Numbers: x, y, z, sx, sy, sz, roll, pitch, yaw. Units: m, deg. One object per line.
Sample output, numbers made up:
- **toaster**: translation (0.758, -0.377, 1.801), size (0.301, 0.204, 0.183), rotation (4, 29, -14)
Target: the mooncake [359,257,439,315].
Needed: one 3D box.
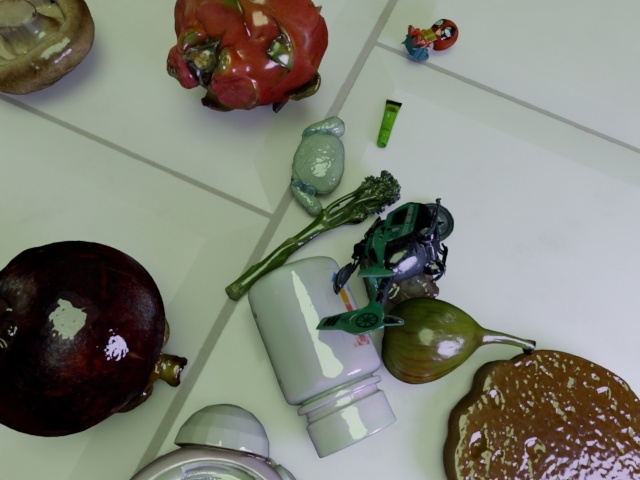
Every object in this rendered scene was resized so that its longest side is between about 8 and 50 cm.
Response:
- **mooncake**: translation (0.145, 0.068, 0.976), size (0.130, 0.073, 0.125), rotation (-12, 68, -11)

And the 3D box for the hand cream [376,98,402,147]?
- **hand cream**: translation (0.145, -0.252, 1.127), size (0.036, 0.023, 0.121), rotation (16, 64, 5)

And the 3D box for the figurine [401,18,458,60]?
- **figurine**: translation (0.254, -0.454, 1.190), size (0.140, 0.075, 0.068), rotation (-18, 70, -23)

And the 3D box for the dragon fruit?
- **dragon fruit**: translation (-0.150, -0.354, 1.011), size (0.306, 0.305, 0.225), rotation (21, 76, 3)

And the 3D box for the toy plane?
- **toy plane**: translation (0.117, 0.031, 0.861), size (0.156, 0.106, 0.381), rotation (-4, 30, 22)

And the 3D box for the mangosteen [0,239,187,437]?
- **mangosteen**: translation (-0.370, 0.142, 0.806), size (0.298, 0.293, 0.296), rotation (3, 98, 26)

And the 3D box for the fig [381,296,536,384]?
- **fig**: translation (0.232, 0.175, 0.879), size (0.260, 0.151, 0.151), rotation (4, 68, 11)

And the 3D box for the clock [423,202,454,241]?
- **clock**: translation (0.223, -0.035, 1.051), size (0.085, 0.017, 0.085), rotation (2, 68, -4)

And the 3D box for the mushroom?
- **mushroom**: translation (-0.591, -0.418, 1.065), size (0.279, 0.146, 0.277), rotation (-2, 72, 5)

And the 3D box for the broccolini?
- **broccolini**: translation (-0.003, -0.004, 0.990), size (0.392, 0.074, 0.078), rotation (-38, 93, -15)

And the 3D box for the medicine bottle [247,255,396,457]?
- **medicine bottle**: translation (0.004, 0.184, 0.864), size (0.170, 0.170, 0.292), rotation (-20, 71, -12)

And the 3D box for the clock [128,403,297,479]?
- **clock**: translation (-0.160, 0.444, 0.750), size (0.326, 0.184, 0.342), rotation (-34, 80, -21)

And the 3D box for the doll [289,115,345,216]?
- **doll**: translation (-0.003, -0.153, 1.047), size (0.104, 0.071, 0.213), rotation (13, 77, -4)

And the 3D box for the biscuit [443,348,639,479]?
- **biscuit**: translation (0.385, 0.369, 0.878), size (0.359, 0.074, 0.380), rotation (23, 71, 7)
